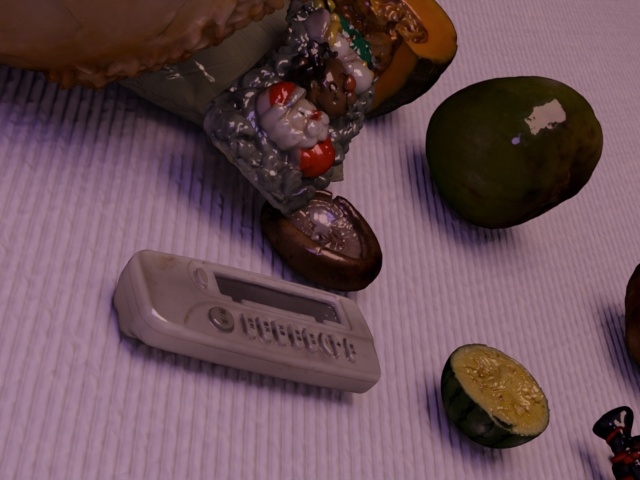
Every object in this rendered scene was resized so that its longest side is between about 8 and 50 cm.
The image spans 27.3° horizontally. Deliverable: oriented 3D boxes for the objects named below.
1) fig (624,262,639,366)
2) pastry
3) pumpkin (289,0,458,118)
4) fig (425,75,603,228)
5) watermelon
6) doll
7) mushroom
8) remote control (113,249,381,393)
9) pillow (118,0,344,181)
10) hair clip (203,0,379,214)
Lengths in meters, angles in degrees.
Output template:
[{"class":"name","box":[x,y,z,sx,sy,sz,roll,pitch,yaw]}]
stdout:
[{"class":"fig","box":[0.441,0.117,1.502,0.290,0.191,0.190,63,2,-53]},{"class":"pastry","box":[-0.185,-0.295,1.129,0.410,0.245,0.409,-6,46,7]},{"class":"pumpkin","box":[0.051,-0.255,1.534,0.126,0.131,0.248,-16,66,-46]},{"class":"fig","box":[0.204,-0.101,1.449,0.191,0.181,0.181,31,20,36]},{"class":"watermelon","box":[0.148,0.144,1.167,0.105,0.062,0.105,22,34,-16]},{"class":"doll","box":[0.323,0.262,1.187,0.127,0.088,0.248,22,31,-29]},{"class":"mushroom","box":[0.000,0.000,1.201,0.123,0.052,0.123,24,29,-14]},{"class":"remote control","box":[-0.055,0.068,1.047,0.230,0.049,0.090,16,37,-36]},{"class":"pillow","box":[-0.100,-0.202,1.334,0.274,0.076,0.280,23,35,-30]},{"class":"hair clip","box":[-0.001,-0.147,1.245,0.138,0.091,0.321,47,32,-15]}]
